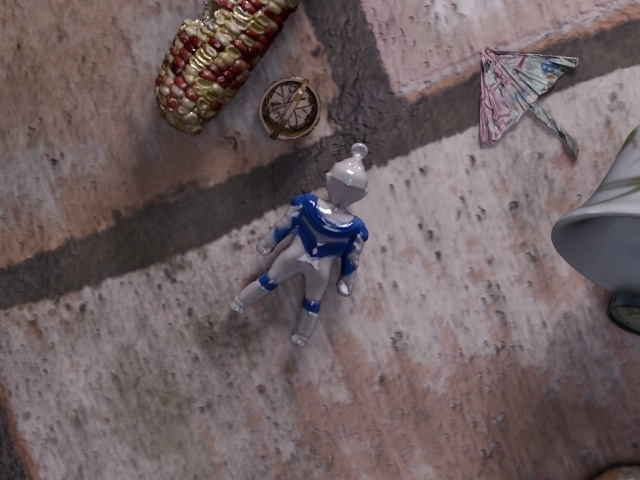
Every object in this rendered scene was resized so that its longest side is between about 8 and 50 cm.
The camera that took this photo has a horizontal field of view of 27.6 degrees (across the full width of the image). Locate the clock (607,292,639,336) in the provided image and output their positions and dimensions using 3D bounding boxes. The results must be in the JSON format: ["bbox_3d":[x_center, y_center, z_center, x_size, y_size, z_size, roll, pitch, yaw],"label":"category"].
[{"bbox_3d":[0.349,0.082,1.399,0.085,0.085,0.017,24,70,-6],"label":"clock"}]

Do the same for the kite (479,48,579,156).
[{"bbox_3d":[0.223,-0.147,1.393,0.157,0.011,0.139,44,99,-7],"label":"kite"}]

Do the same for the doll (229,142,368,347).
[{"bbox_3d":[0.000,0.000,1.389,0.114,0.057,0.227,30,107,0],"label":"doll"}]

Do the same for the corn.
[{"bbox_3d":[-0.080,-0.237,1.326,0.098,0.098,0.290,35,100,-7],"label":"corn"}]

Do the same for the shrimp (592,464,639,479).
[{"bbox_3d":[0.384,0.397,1.460,0.168,0.077,0.317,-25,97,0],"label":"shrimp"}]

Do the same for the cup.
[{"bbox_3d":[0.416,-0.022,1.283,0.347,0.347,0.163,22,77,-5],"label":"cup"}]

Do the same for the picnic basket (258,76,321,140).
[{"bbox_3d":[-0.031,-0.135,1.348,0.072,0.083,0.072,0,99,-2],"label":"picnic basket"}]
